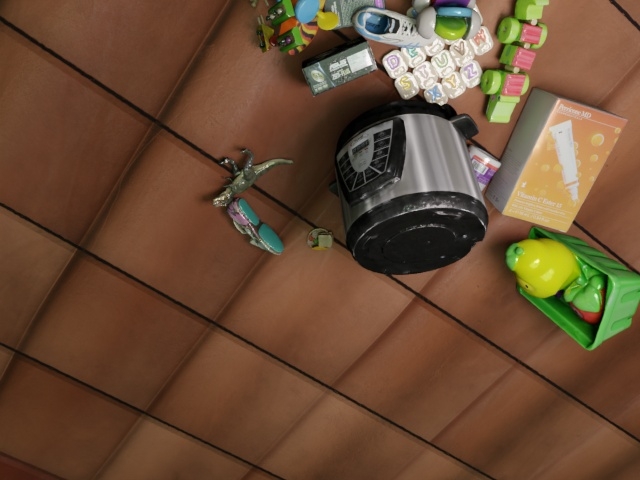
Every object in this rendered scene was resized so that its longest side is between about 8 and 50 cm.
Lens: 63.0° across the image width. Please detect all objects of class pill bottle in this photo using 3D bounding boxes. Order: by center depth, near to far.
[{"bbox_3d":[0.435,-0.176,1.552,0.108,0.108,0.193,26,113,-14],"label":"pill bottle"}]

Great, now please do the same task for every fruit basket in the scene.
[{"bbox_3d":[0.702,0.119,1.560,0.392,0.392,0.283,2,116,-3],"label":"fruit basket"}]

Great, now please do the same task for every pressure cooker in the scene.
[{"bbox_3d":[0.219,-0.159,1.396,0.370,0.420,0.375,-1,150,-8],"label":"pressure cooker"}]

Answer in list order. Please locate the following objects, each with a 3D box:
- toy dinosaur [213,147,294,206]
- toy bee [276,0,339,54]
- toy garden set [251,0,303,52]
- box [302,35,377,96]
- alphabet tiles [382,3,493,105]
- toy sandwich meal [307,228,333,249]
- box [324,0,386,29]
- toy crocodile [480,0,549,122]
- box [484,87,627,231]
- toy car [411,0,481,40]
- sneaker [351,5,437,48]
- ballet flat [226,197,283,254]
[{"bbox_3d":[-0.223,-0.207,1.544,0.268,0.064,0.118,-31,114,6],"label":"toy dinosaur"},{"bbox_3d":[-0.016,-0.606,1.289,0.162,0.298,0.195,-33,89,-24],"label":"toy bee"},{"bbox_3d":[-0.139,-0.586,1.294,0.049,0.204,0.244,-25,108,-19],"label":"toy garden set"},{"bbox_3d":[0.047,-0.462,1.378,0.180,0.147,0.077,-20,115,9],"label":"box"},{"bbox_3d":[0.320,-0.515,1.432,0.284,0.021,0.278,-29,113,12],"label":"alphabet tiles"},{"bbox_3d":[0.000,0.000,1.665,0.085,0.029,0.085,-1,116,-2],"label":"toy sandwich meal"},{"bbox_3d":[0.087,-0.625,1.367,0.162,0.029,0.116,-10,116,1],"label":"box"},{"bbox_3d":[0.524,-0.481,1.399,0.115,0.105,0.340,4,117,-15],"label":"toy crocodile"},{"bbox_3d":[0.660,-0.230,1.500,0.215,0.168,0.345,14,114,-8],"label":"box"},{"bbox_3d":[0.320,-0.587,1.288,0.159,0.182,0.136,0,156,-8],"label":"toy car"},{"bbox_3d":[0.199,-0.546,1.350,0.237,0.086,0.085,4,114,-14],"label":"sneaker"},{"bbox_3d":[-0.208,-0.034,1.626,0.079,0.077,0.221,-31,109,32],"label":"ballet flat"}]
